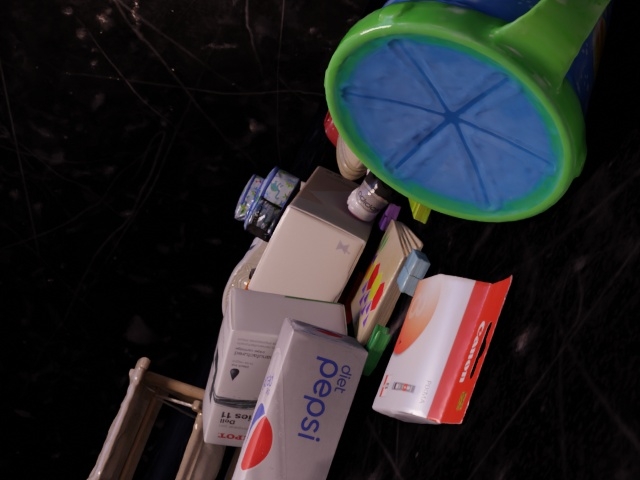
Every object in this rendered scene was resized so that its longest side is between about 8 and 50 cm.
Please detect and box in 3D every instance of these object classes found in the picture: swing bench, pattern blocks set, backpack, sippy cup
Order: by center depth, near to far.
[{"bbox_3d":[0.155,-0.174,0.984,0.306,0.240,0.224,6,52,37],"label":"sippy cup"},{"bbox_3d":[0.083,0.052,1.416,0.325,0.026,0.285,-83,19,-66],"label":"pattern blocks set"},{"bbox_3d":[-0.084,-0.062,1.717,0.114,0.084,0.105,-61,2,-1],"label":"backpack"},{"bbox_3d":[-0.251,0.372,1.846,0.165,0.255,0.253,131,161,-65],"label":"swing bench"}]

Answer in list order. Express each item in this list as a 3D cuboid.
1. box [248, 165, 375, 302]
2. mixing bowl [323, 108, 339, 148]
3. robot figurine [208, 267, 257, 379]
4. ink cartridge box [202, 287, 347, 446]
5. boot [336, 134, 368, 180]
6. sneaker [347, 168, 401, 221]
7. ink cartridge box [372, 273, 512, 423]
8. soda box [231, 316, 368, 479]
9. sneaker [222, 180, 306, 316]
[{"bbox_3d":[0.000,0.000,1.620,0.148,0.121,0.311,-63,0,14],"label":"box"},{"bbox_3d":[0.068,-0.246,2.146,0.181,0.098,0.181,-156,90,-83],"label":"mixing bowl"},{"bbox_3d":[-0.089,0.170,1.728,0.211,0.085,0.291,54,139,34],"label":"robot figurine"},{"bbox_3d":[-0.063,0.175,1.418,0.087,0.153,0.208,-97,18,-52],"label":"ink cartridge box"},{"bbox_3d":[0.109,-0.248,1.910,0.203,0.095,0.262,126,162,-61],"label":"boot"},{"bbox_3d":[0.101,-0.093,1.578,0.075,0.063,0.170,-40,7,40],"label":"sneaker"},{"bbox_3d":[0.111,0.101,1.030,0.179,0.045,0.145,137,156,-76],"label":"ink cartridge box"},{"bbox_3d":[-0.038,0.244,1.292,0.091,0.098,0.286,-142,71,-80],"label":"soda box"},{"bbox_3d":[-0.101,0.036,2.383,0.350,0.131,0.148,-60,1,0],"label":"sneaker"}]
